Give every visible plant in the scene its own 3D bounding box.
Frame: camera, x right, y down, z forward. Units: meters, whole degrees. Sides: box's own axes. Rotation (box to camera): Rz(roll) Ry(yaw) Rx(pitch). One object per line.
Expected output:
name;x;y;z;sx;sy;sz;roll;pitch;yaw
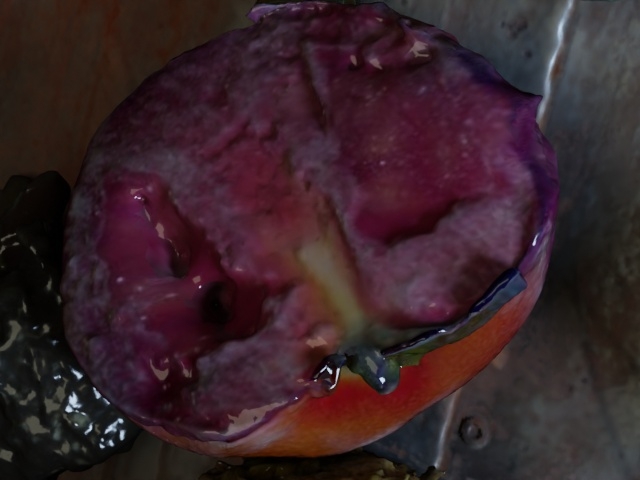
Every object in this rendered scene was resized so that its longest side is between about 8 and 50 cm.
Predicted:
plant;-0.207;0.063;1.138;0.178;0.204;0.234;-27;92;30

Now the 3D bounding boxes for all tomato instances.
tomato;0.005;-0.001;1.034;0.335;0.176;0.289;-30;59;9

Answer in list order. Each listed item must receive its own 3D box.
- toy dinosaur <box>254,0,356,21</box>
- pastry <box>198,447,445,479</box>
toy dinosaur;0.027;-0.183;1.075;0.180;0.037;0.058;-29;88;27
pastry;-0.021;0.220;1.037;0.275;0.275;0.192;-17;72;27
